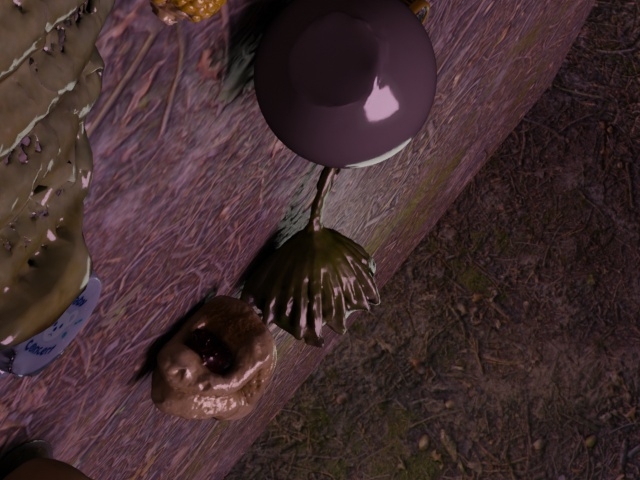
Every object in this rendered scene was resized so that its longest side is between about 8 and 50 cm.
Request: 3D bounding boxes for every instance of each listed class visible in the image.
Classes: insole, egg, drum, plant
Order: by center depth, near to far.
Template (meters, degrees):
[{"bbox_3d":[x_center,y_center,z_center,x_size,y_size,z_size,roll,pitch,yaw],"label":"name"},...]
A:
[{"bbox_3d":[-0.285,0.109,0.819,0.253,0.049,0.130,-49,168,-21],"label":"drum"},{"bbox_3d":[0.027,-0.158,0.949,0.176,0.176,0.232,-56,172,12],"label":"egg"},{"bbox_3d":[-0.367,0.312,1.217,0.109,0.007,0.322,-47,167,-25],"label":"insole"},{"bbox_3d":[-0.027,-0.014,1.476,0.251,0.180,0.334,-34,126,-40],"label":"plant"}]

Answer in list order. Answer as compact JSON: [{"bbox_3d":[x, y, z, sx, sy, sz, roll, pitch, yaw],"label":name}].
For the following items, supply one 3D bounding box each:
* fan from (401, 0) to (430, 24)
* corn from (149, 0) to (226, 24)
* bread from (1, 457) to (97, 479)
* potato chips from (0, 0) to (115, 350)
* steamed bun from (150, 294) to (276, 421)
[{"bbox_3d":[0.081,-0.248,1.247,0.155,0.039,0.082,-57,169,27],"label":"fan"},{"bbox_3d":[-0.055,-0.238,0.660,0.206,0.067,0.067,-57,168,8],"label":"corn"},{"bbox_3d":[-0.339,0.436,1.068,0.376,0.253,0.348,-45,163,-38],"label":"bread"},{"bbox_3d":[-0.208,-0.071,0.476,0.389,0.097,0.373,-29,144,-58],"label":"potato chips"},{"bbox_3d":[-0.164,0.177,1.345,0.155,0.141,0.172,-17,142,-49],"label":"steamed bun"}]
